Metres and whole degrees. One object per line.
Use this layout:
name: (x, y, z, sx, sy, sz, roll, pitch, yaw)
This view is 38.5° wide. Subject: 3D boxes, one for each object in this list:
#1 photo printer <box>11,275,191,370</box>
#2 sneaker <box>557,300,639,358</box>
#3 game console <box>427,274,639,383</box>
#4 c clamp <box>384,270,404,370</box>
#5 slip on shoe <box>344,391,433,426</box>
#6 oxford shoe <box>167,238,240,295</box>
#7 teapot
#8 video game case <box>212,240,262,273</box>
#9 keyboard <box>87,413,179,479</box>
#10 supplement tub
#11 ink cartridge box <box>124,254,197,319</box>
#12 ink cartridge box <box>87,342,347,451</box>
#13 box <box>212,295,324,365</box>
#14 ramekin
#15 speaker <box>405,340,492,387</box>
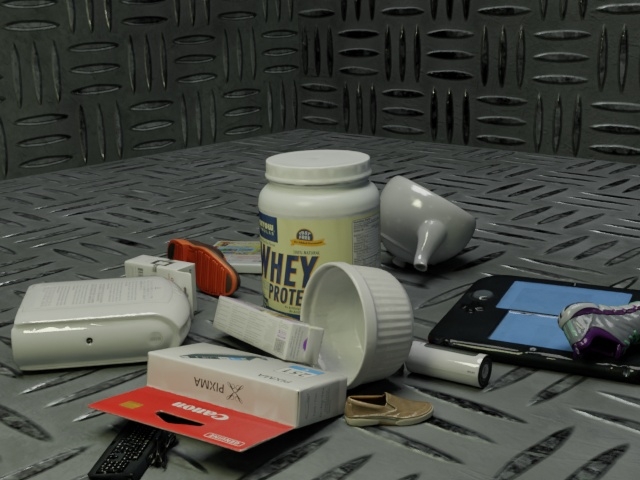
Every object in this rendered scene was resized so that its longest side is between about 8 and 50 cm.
photo printer: (-0.395, 0.145, 1.696, 0.307, 0.107, 0.256, -4, 15, -10)
sneaker: (0.509, 0.157, 1.516, 0.223, 0.083, 0.098, -3, 49, -5)
game console: (0.431, 0.150, 1.683, 0.386, 0.060, 0.342, 6, 16, 27)
c clamp: (0.124, 0.146, 1.589, 0.022, 0.137, 0.161, -8, 21, -1)
slip on shoe: (0.103, 0.249, 1.377, 0.135, 0.041, 0.051, -2, 15, -2)
oxford shoe: (-0.240, 0.051, 2.047, 0.098, 0.097, 0.271, -4, 21, -36)
teapot: (0.225, -0.023, 2.143, 0.252, 0.187, 0.256, 32, 5, 32)
video game case: (-0.172, 0.040, 2.227, 0.227, 0.026, 0.206, 1, 15, 12)
keyboard: (-0.254, 0.281, 1.309, 0.100, 0.038, 0.192, 1, 16, 8)
supplement tub: (0.000, 0.000, 1.774, 0.235, 0.325, 0.235, -2, 15, 1)
ink cartridge box: (-0.313, 0.096, 1.880, 0.180, 0.104, 0.060, 8, 17, 31)
ink cartridge box: (-0.151, 0.224, 1.376, 0.296, 0.066, 0.261, 8, 6, 32)
box: (-0.098, 0.153, 1.605, 0.063, 0.067, 0.324, 15, -3, -28)
ramekin: (0.063, 0.138, 1.506, 0.109, 0.207, 0.207, 0, 12, -31)
speaker: (0.210, 0.204, 1.514, 0.136, 0.055, 0.055, 8, 18, 34)
